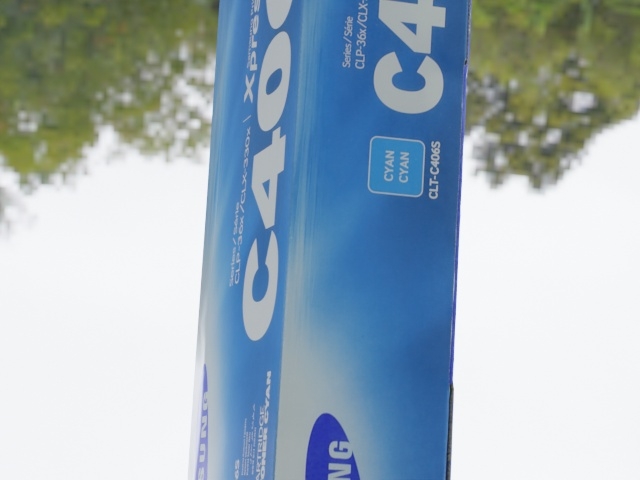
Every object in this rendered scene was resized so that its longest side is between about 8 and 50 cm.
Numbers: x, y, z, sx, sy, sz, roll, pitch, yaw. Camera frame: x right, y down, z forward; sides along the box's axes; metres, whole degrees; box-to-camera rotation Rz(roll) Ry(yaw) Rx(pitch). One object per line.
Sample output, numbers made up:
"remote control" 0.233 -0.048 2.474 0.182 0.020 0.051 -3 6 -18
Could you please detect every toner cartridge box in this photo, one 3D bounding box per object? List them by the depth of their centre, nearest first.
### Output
"toner cartridge box" 0.000 0.000 0.778 0.075 0.348 0.165 5 171 -14
